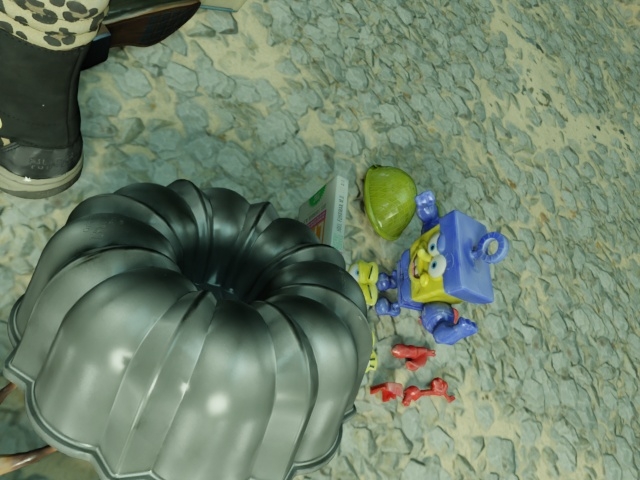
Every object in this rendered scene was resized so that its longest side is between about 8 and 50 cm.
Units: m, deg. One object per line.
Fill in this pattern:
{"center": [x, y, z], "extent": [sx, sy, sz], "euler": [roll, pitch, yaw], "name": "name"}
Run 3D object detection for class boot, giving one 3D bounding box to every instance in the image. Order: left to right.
{"center": [-0.334, -0.241, 0.469], "extent": [0.377, 0.284, 0.138], "euler": [52, 51, -3], "name": "boot"}
{"center": [-0.259, -0.302, 0.680], "extent": [0.219, 0.082, 0.106], "euler": [-40, 95, -37], "name": "boot"}

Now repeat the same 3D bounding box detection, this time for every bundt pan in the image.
{"center": [-0.094, 0.054, 0.491], "extent": [0.330, 0.124, 0.331], "euler": [21, 28, -11], "name": "bundt pan"}

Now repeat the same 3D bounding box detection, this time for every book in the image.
{"center": [0.000, 0.000, 0.692], "extent": [0.035, 0.096, 0.144], "euler": [20, 58, -24], "name": "book"}

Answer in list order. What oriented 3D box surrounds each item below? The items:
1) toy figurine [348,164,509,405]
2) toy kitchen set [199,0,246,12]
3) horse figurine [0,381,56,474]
{"center": [0.175, 0.024, 0.719], "extent": [0.191, 0.217, 0.363], "euler": [20, 59, -25], "name": "toy figurine"}
{"center": [-0.209, -0.444, 0.784], "extent": [0.166, 0.122, 0.207], "euler": [-11, 94, -37], "name": "toy kitchen set"}
{"center": [-0.307, 0.125, 0.404], "extent": [0.263, 0.066, 0.174], "euler": [33, 40, 19], "name": "horse figurine"}
